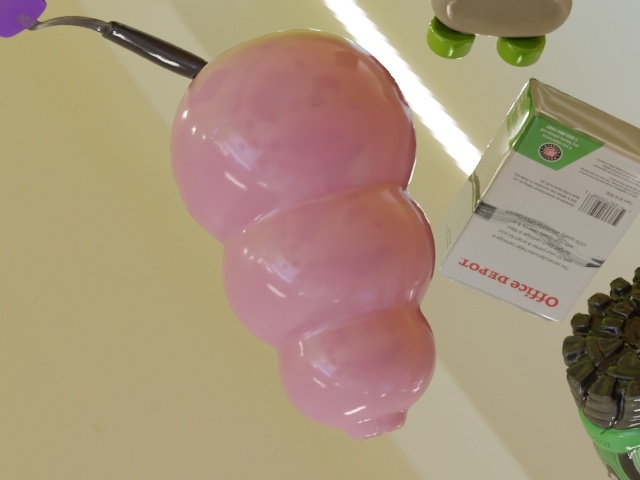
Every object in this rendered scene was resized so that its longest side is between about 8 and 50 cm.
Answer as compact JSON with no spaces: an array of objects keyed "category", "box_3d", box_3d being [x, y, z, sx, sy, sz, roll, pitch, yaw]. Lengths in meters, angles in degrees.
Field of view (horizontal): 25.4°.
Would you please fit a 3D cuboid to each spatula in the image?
[{"category":"spatula","box_3d":[-0.217,-0.196,1.317,0.296,0.084,0.030,13,-116,-38]}]

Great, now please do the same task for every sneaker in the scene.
[{"category":"sneaker","box_3d":[0.302,0.046,0.906,0.343,0.146,0.134,-30,-144,-16]}]

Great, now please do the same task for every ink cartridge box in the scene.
[{"category":"ink cartridge box","box_3d":[0.229,-0.037,1.455,0.153,0.208,0.087,24,-150,-11]}]

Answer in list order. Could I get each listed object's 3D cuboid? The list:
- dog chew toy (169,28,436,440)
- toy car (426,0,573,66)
[{"category":"dog chew toy","box_3d":[0.000,0.000,1.171,0.206,0.206,0.332,-6,-104,-45]},{"category":"toy car","box_3d":[0.189,-0.307,1.508,0.149,0.155,0.188,6,-124,-6]}]
